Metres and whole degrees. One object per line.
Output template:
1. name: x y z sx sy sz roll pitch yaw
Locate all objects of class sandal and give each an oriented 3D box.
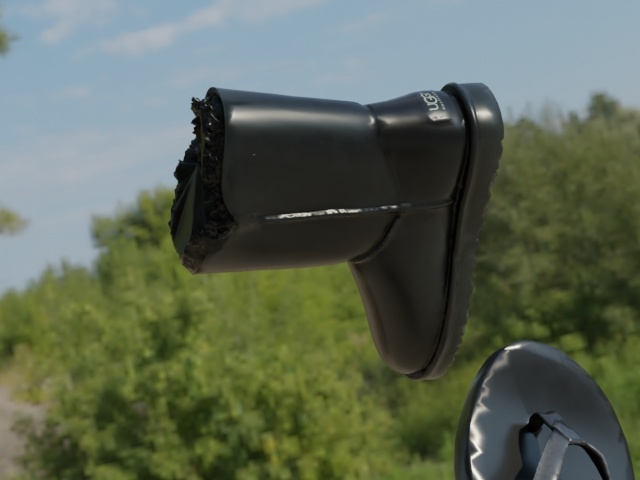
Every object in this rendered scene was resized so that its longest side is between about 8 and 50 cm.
1. sandal: 0.119 0.163 0.735 0.097 0.255 0.054 13 -33 -20

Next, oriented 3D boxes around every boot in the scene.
1. boot: 0.000 0.000 1.048 0.207 0.094 0.246 -4 -50 -17
